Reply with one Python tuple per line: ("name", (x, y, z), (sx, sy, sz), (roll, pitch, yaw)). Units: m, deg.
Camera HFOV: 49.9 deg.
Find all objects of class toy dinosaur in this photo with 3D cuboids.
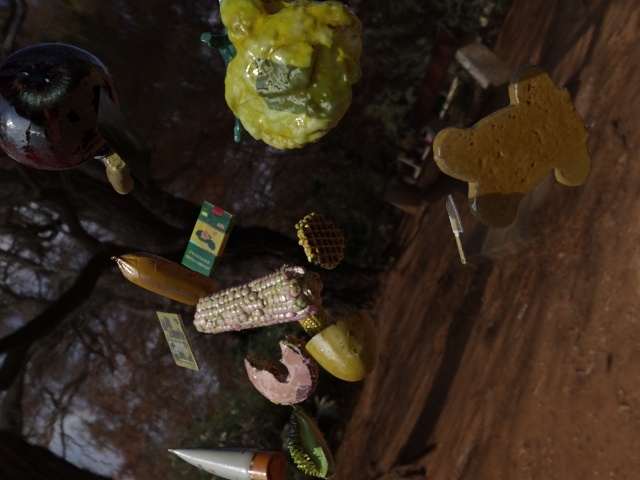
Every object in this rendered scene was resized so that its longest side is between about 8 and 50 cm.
("toy dinosaur", (-0.190, -0.487, 1.734), (0.330, 0.130, 0.383), (79, -157, -62))

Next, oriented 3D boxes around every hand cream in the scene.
("hand cream", (-0.240, 0.563, 1.757), (0.140, 0.314, 0.089), (42, -126, -44))

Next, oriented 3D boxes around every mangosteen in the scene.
("mangosteen", (-0.604, -0.292, 1.571), (0.300, 0.300, 0.300), (-61, -5, -9))

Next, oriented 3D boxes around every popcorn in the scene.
("popcorn", (-0.073, -0.359, 1.482), (0.293, 0.293, 0.333), (-114, 28, -61))

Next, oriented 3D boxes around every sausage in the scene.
("sausage", (-0.475, 0.111, 2.093), (0.112, 0.328, 0.112), (-43, 34, 38))

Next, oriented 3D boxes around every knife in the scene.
("knife", (0.475, -0.039, 2.368), (0.022, 0.255, 0.046), (-23, 12, -29))

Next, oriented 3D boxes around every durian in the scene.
("durian", (-0.038, 0.557, 1.878), (0.096, 0.220, 0.137), (-25, -26, 5))

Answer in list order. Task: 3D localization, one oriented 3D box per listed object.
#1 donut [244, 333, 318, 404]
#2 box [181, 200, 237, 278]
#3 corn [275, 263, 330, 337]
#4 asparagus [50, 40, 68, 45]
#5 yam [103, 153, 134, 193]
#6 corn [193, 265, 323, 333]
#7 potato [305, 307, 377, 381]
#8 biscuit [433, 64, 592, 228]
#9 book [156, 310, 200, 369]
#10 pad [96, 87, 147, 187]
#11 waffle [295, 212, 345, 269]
("donut", (-0.100, 0.385, 2.031), (0.233, 0.199, 0.085), (-29, 8, 30))
("box", (-0.377, -0.002, 2.321), (0.034, 0.132, 0.235), (5, -72, -60))
("corn", (-0.049, 0.182, 2.012), (0.091, 0.260, 0.091), (-18, 24, 23))
("asparagus", (-0.716, -0.433, 2.067), (0.082, 0.085, 0.342), (-43, -60, -52))
("yam", (-0.619, -0.209, 2.129), (0.081, 0.081, 0.357), (-60, 5, -13))
("corn", (-0.147, 0.150, 1.613), (0.335, 0.126, 0.126), (-18, 20, 29))
("potato", (0.082, 0.294, 1.837), (0.178, 0.158, 0.204), (-45, -16, 31))
("biscuit", (0.531, -0.238, 1.860), (0.394, 0.368, 0.076), (-39, 18, -2))
("book", (-0.445, 0.312, 2.151), (0.013, 0.192, 0.168), (-26, 13, -33))
("pad", (-0.342, -0.181, 1.194), (0.004, 0.127, 0.190), (-32, 35, 7))
("waffle", (0.004, 0.000, 2.116), (0.038, 0.191, 0.191), (-35, 14, 40))
